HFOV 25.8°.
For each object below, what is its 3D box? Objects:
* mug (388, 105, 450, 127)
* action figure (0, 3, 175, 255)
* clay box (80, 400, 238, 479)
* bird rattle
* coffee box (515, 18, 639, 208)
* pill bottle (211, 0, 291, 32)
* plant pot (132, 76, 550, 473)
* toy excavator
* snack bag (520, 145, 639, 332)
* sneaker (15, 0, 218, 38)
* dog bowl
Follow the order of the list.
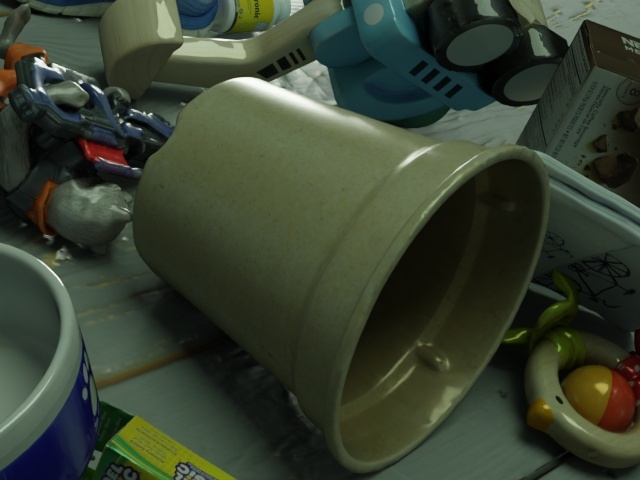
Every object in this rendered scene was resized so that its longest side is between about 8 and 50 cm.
[{"bbox_3d":[0.118,-0.227,1.871,0.129,0.097,0.157,-9,65,-15],"label":"mug"},{"bbox_3d":[-0.289,-0.116,1.471,0.330,0.178,0.341,52,13,25],"label":"action figure"},{"bbox_3d":[-0.107,0.231,1.079,0.222,0.127,0.053,30,32,8],"label":"clay box"},{"bbox_3d":[0.299,0.159,1.503,0.253,0.143,0.207,32,43,-14],"label":"bird rattle"},{"bbox_3d":[0.325,-0.089,1.661,0.168,0.297,0.119,19,34,-11],"label":"coffee box"},{"bbox_3d":[-0.098,-0.317,1.910,0.116,0.065,0.065,-10,47,-43],"label":"pill bottle"},{"bbox_3d":[0.000,0.000,1.339,0.305,0.334,0.334,30,31,27],"label":"plant pot"},{"bbox_3d":[0.020,-0.246,1.693,0.433,0.445,0.222,22,47,-52],"label":"toy excavator"},{"bbox_3d":[0.279,0.017,1.520,0.342,0.323,0.037,27,72,-13],"label":"snack bag"},{"bbox_3d":[-0.278,-0.364,1.780,0.330,0.147,0.130,9,36,-23],"label":"sneaker"},{"bbox_3d":[-0.300,0.119,1.027,0.265,0.104,0.265,-6,40,5],"label":"dog bowl"}]
